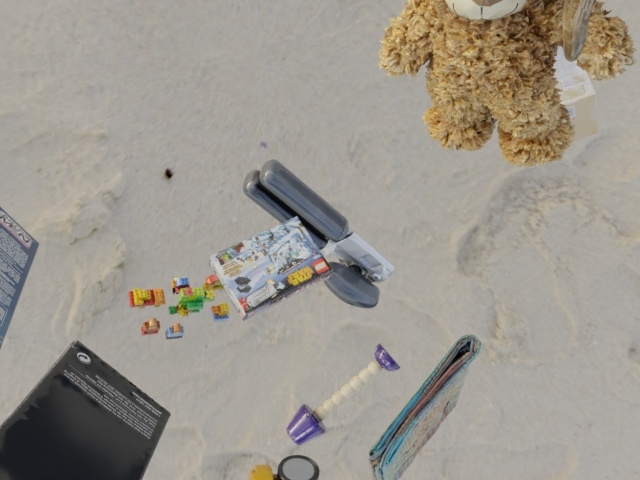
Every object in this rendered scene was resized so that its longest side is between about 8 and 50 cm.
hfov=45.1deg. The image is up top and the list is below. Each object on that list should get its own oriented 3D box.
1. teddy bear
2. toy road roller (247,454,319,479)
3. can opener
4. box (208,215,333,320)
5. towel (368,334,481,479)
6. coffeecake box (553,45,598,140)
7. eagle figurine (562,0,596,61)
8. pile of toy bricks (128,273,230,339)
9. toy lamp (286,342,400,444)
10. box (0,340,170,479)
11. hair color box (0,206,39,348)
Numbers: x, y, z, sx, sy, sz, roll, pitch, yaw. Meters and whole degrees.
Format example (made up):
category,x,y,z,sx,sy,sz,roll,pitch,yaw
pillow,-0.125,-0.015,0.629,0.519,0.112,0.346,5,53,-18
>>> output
category,x,y,z,sx,sy,sz,roll,pitch,yaw
teddy bear,0.168,-0.184,0.759,0.245,0.338,0.113,30,66,10
toy road roller,-0.117,0.630,1.640,0.240,0.329,0.203,1,120,-11
can opener,0.000,0.000,1.145,0.076,0.095,0.283,-26,128,38
box,-0.065,0.035,1.019,0.137,0.027,0.094,-25,70,-24
towel,0.183,0.326,1.371,0.040,0.370,0.271,36,71,21
coffeecake box,0.375,-0.267,1.221,0.068,0.142,0.186,-19,67,15
eagle figurine,0.259,-0.289,0.514,0.298,0.226,0.225,-37,87,-37
pile of toy bricks,-0.258,0.116,1.505,0.212,0.105,0.118,-4,64,-25
toy lamp,0.043,0.332,1.651,0.274,0.080,0.080,-41,102,-2
box,-0.236,0.221,0.529,0.103,0.184,0.261,41,101,-6
hair color box,-0.528,0.091,1.110,0.174,0.347,0.105,-37,115,6
